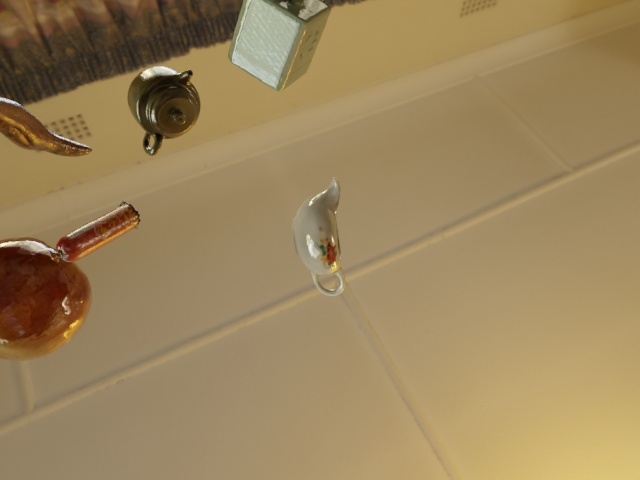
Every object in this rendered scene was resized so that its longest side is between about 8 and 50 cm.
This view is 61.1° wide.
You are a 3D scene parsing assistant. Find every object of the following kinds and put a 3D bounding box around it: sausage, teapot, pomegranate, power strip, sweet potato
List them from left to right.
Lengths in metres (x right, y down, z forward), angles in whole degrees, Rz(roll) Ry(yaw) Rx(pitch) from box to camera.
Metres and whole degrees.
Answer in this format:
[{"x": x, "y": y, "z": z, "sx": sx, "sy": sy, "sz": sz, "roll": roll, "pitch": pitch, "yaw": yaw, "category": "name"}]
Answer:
[{"x": -0.615, "y": 0.130, "z": 1.100, "sx": 0.252, "sy": 0.229, "sz": 0.270, "roll": 46, "pitch": -122, "yaw": -11, "category": "pomegranate"}, {"x": -0.515, "y": -0.196, "z": 0.962, "sx": 0.078, "sy": 0.255, "sz": 0.058, "roll": -10, "pitch": -102, "yaw": 10, "category": "sweet potato"}, {"x": -0.336, "y": -0.010, "z": 0.804, "sx": 0.048, "sy": 0.050, "sz": 0.145, "roll": -4, "pitch": -156, "yaw": 36, "category": "sausage"}, {"x": -0.422, "y": -0.354, "z": 1.491, "sx": 0.185, "sy": 0.268, "sz": 0.175, "roll": 14, "pitch": -158, "yaw": -42, "category": "teapot"}, {"x": -0.074, "y": -0.441, "z": 1.089, "sx": 0.139, "sy": 0.224, "sz": 0.140, "roll": 34, "pitch": -138, "yaw": 4, "category": "power strip"}, {"x": 0.000, "y": 0.000, "z": 0.975, "sx": 0.092, "sy": 0.226, "sz": 0.145, "roll": -5, "pitch": -155, "yaw": 6, "category": "teapot"}]
